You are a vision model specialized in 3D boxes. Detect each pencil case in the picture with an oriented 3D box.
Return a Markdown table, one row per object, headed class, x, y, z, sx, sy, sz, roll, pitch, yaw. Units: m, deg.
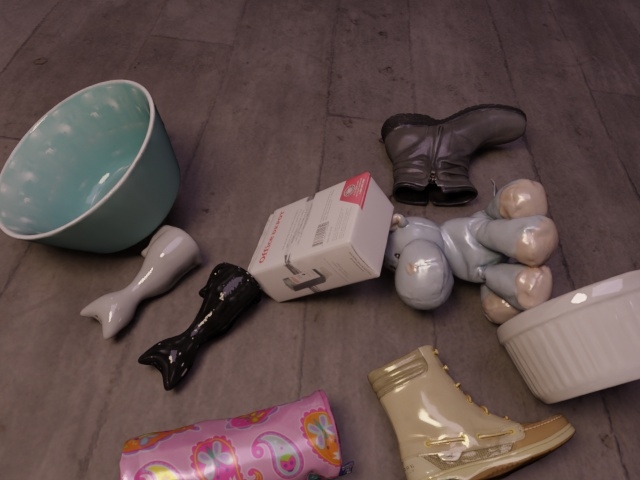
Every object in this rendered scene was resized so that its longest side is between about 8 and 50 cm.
| class | x | y | z | sx | sy | sz | roll | pitch | yaw |
| --- | --- | --- | --- | --- | --- | --- | --- | --- | --- |
| pencil case | -0.109 | 0.286 | 0.646 | 0.284 | 0.124 | 0.124 | -9 | 53 | -15 |

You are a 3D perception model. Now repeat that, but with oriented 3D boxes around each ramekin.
| class | x | y | z | sx | sy | sz | roll | pitch | yaw |
| --- | --- | --- | --- | --- | --- | --- | --- | --- | --- |
| ramekin | 0.414 | 0.151 | 0.737 | 0.272 | 0.273 | 0.127 | -10 | 66 | -15 |

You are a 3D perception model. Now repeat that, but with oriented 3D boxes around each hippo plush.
| class | x | y | z | sx | sy | sz | roll | pitch | yaw |
| --- | --- | --- | --- | --- | --- | --- | --- | --- | --- |
| hippo plush | 0.228 | -0.002 | 0.834 | 0.236 | 0.234 | 0.294 | 0 | 48 | -5 |

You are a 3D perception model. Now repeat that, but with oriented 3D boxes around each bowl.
| class | x | y | z | sx | sy | sz | roll | pitch | yaw |
| --- | --- | --- | --- | --- | --- | --- | --- | --- | --- |
| bowl | -0.368 | -0.101 | 0.849 | 0.311 | 0.163 | 0.312 | -11 | 57 | 17 |

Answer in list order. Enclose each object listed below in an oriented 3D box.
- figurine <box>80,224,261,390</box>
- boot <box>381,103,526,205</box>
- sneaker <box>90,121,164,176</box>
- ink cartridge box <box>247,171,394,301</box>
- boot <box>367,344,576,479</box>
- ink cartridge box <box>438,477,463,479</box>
| class | x | y | z | sx | sy | sz | roll | pitch | yaw |
| --- | --- | --- | --- | --- | --- | --- | --- | --- | --- |
| figurine | -0.241 | 0.101 | 0.797 | 0.214 | 0.092 | 0.209 | 31 | 58 | 17 |
| boot | 0.306 | -0.174 | 1.082 | 0.338 | 0.118 | 0.223 | -8 | 55 | 0 |
| sneaker | -0.424 | -0.175 | 0.999 | 0.228 | 0.086 | 0.132 | -13 | 59 | -5 |
| ink cartridge box | 0.000 | 0.000 | 0.826 | 0.217 | 0.092 | 0.159 | -17 | 40 | 36 |
| boot | 0.218 | 0.246 | 0.737 | 0.261 | 0.095 | 0.203 | -14 | 53 | -13 |
| ink cartridge box | 0.120 | 0.451 | 0.484 | 0.207 | 0.119 | 0.354 | -31 | 53 | 17 |
